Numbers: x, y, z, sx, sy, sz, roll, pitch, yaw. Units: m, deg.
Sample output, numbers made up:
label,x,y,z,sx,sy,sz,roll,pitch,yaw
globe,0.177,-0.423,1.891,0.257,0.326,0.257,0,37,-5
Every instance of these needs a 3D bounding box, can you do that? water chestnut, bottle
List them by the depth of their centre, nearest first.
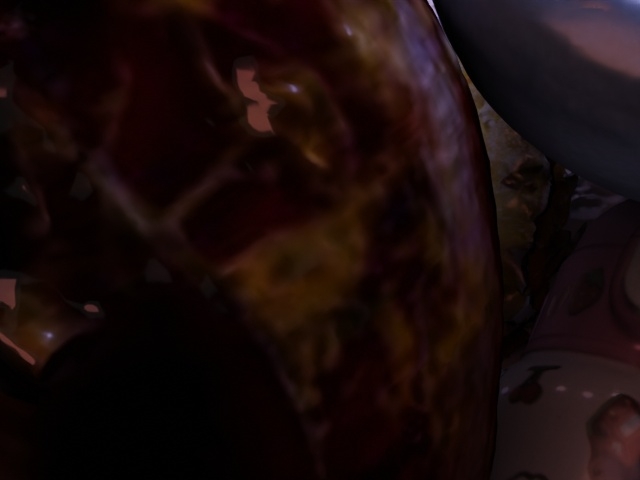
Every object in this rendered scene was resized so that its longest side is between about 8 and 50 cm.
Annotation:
label,x,y,z,sx,sy,sz,roll,pitch,yaw
water chestnut,-0.116,0.026,0.519,0.350,0.350,0.302,0,28,15
bottle,0.089,0.104,0.600,0.120,0.120,0.253,16,74,21

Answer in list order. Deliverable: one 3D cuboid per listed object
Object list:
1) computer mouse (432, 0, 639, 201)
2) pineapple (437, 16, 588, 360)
label,x,y,z,sx,sy,sz,roll,pitch,yaw
computer mouse,0.161,-0.110,0.639,0.188,0.122,0.371,33,47,16
pineapple,0.000,0.000,0.712,0.221,0.047,0.221,-8,65,16
